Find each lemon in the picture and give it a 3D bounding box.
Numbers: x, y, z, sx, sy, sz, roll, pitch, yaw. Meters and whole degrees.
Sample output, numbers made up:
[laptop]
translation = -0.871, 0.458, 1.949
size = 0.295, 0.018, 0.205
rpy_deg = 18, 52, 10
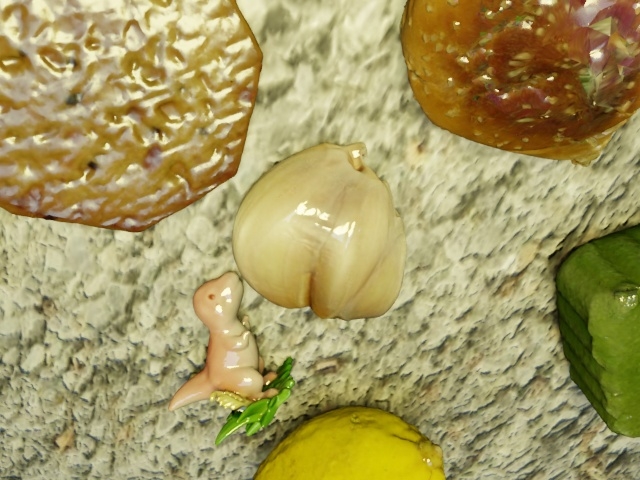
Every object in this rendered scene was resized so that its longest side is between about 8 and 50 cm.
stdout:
[lemon]
translation = 0.043, 0.370, 0.723
size = 0.321, 0.268, 0.268
rpy_deg = -34, 111, 12

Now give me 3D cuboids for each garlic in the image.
[garlic]
translation = 0.000, 0.000, 0.629
size = 0.217, 0.110, 0.228
rpy_deg = 6, 115, 0

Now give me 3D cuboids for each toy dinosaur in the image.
[toy dinosaur]
translation = -0.127, 0.161, 0.687
size = 0.177, 0.152, 0.194
rpy_deg = 40, 102, -9

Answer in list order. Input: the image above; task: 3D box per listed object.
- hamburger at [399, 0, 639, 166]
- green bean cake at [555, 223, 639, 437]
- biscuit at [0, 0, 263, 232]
[hamburger]
translation = 0.202, -0.195, 0.503
size = 0.243, 0.146, 0.286
rpy_deg = -17, 134, 29
[green bean cake]
translation = 0.441, 0.099, 0.652
size = 0.249, 0.156, 0.247
rpy_deg = -19, 116, 8
[biscuit]
translation = -0.236, -0.170, 0.541
size = 0.358, 0.046, 0.360
rpy_deg = -8, 118, -14
